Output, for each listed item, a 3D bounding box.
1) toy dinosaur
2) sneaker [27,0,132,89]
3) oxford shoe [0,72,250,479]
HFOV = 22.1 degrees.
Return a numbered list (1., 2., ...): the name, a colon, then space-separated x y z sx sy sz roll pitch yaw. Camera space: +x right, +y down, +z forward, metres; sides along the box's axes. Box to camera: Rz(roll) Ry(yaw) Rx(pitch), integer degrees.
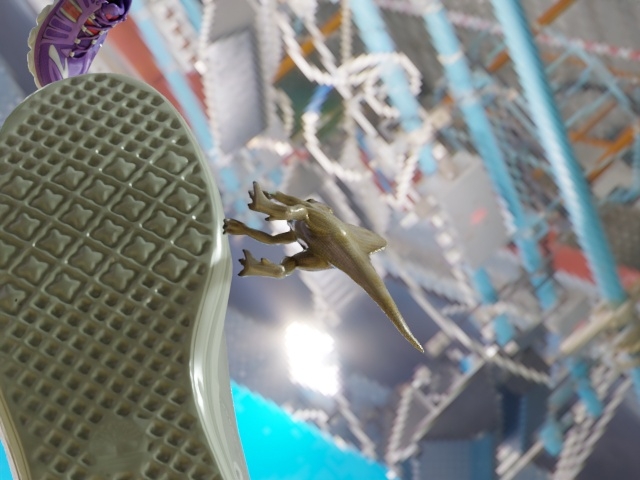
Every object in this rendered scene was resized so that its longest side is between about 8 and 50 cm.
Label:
1. toy dinosaur: 0.000 0.000 0.953 0.183 0.093 0.053 -130 -129 -60
2. sneaker: -0.219 -0.208 1.535 0.068 0.170 0.071 12 15 -46
3. oxford shoe: -0.123 0.093 1.000 0.130 0.169 0.449 90 -12 -60
